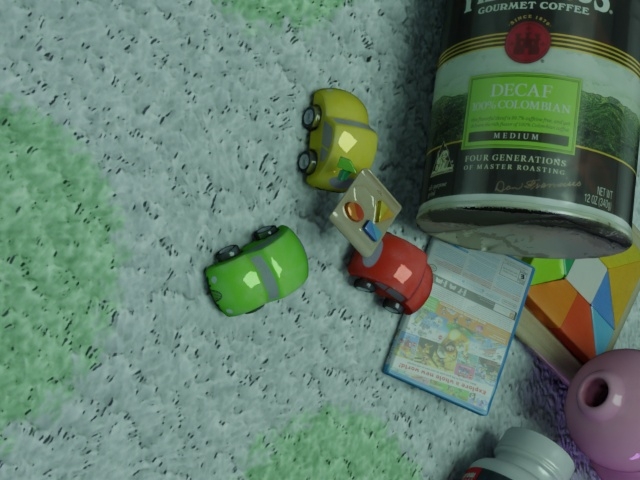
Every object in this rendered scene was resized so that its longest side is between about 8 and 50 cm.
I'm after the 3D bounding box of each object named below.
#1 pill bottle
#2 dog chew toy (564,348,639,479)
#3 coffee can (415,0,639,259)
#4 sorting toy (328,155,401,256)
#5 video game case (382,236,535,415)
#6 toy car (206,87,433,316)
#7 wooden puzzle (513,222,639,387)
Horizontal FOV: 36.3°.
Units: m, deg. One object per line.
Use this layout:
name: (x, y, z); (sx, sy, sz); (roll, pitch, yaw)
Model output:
pill bottle: (0.183, 0.286, 0.999); (0.108, 0.108, 0.180); (51, 62, -26)
dog chew toy: (0.394, 0.217, 1.091); (0.332, 0.206, 0.207); (30, 73, -37)
coffee can: (0.207, -0.137, 0.938); (0.201, 0.201, 0.275); (16, 76, -36)
sorting toy: (0.034, -0.034, 0.867); (0.083, 0.012, 0.062); (47, 65, -25)
video game case: (0.144, 0.080, 1.000); (0.119, 0.015, 0.166); (25, 75, -14)
toy car: (0.000, 0.000, 0.884); (0.225, 0.053, 0.239); (-32, 106, -31)
wooden puzzle: (0.297, 0.037, 1.121); (0.238, 0.044, 0.221); (44, 65, -29)
